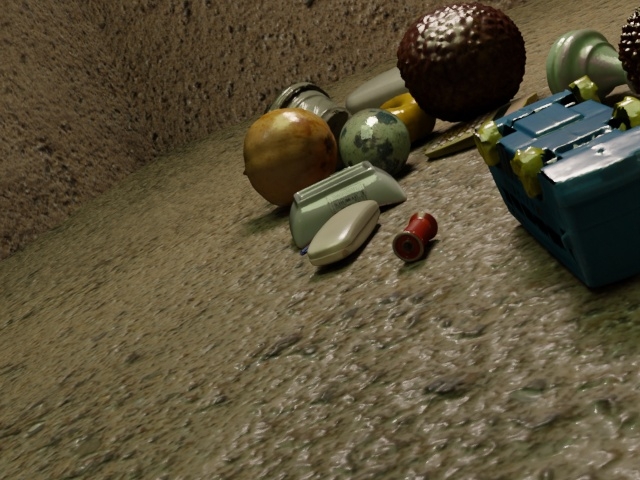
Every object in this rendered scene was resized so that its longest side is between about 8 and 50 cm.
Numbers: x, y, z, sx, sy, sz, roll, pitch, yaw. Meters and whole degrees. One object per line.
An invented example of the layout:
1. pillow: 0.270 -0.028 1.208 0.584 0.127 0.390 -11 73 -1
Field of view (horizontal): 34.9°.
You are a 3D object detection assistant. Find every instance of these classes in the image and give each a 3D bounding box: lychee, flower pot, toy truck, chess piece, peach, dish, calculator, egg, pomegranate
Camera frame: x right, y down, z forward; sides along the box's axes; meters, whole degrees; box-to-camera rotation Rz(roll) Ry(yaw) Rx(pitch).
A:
1. lychee: 0.520 -0.276 1.476 0.188 0.188 0.188 -24 14 6
2. flower pot: -0.008 -0.235 2.276 0.140 0.235 0.235 16 38 39
3. toy truck: 0.297 -0.078 1.182 0.161 0.162 0.385 -25 15 2
4. chess piece: 0.518 -0.281 1.689 0.139 0.139 0.271 -32 27 -27
5. peach: 0.162 -0.249 2.196 0.179 0.103 0.179 -25 11 5
6. dish: 0.035 -0.075 1.817 0.212 0.077 0.151 -25 13 0
7. calculator: 0.306 -0.214 1.965 0.236 0.033 0.157 -21 15 29
8. lychee: 0.287 -0.356 2.063 0.260 0.261 0.260 -24 14 6
9. egg: 0.107 -0.184 1.985 0.141 0.141 0.182 -23 23 11
10. pomegranate: -0.064 -0.175 2.103 0.207 0.207 0.207 -24 14 6

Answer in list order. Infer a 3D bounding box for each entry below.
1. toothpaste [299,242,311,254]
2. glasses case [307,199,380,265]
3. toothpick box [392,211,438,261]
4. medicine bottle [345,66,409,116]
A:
1. toothpaste: 0.000 0.000 1.737 0.083 0.015 0.024 -33 15 -6
2. glasses case: 0.039 -0.014 1.631 0.081 0.051 0.204 -17 16 28
3. toothpick box: 0.136 -0.006 1.443 0.047 0.047 0.083 -18 15 29
4. medicine bottle: 0.254 -0.382 2.490 0.375 0.123 0.282 -17 14 34
